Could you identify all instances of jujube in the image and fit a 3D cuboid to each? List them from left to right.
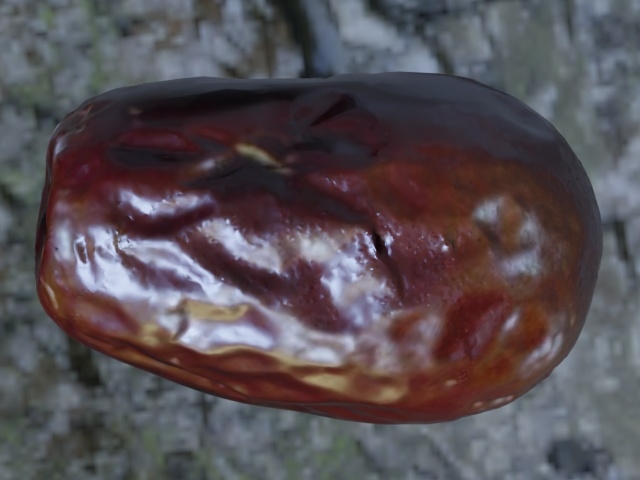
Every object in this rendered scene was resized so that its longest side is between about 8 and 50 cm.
[{"bbox_3d":[0.000,0.000,1.116,0.223,0.318,0.223,-174,90,-79],"label":"jujube"}]
